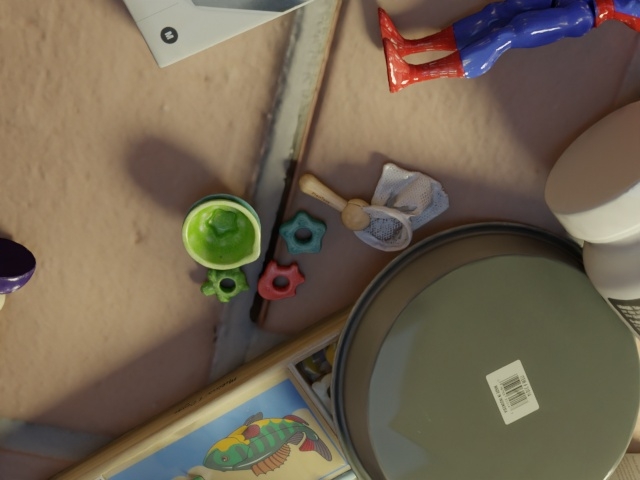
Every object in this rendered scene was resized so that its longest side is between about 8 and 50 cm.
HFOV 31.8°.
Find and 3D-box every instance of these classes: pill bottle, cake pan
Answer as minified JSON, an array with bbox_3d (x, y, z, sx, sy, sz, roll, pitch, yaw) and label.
[{"bbox_3d":[0.321,0.024,0.935,0.162,0.162,0.278,-37,112,16],"label":"pill bottle"},{"bbox_3d":[0.157,0.131,0.991,0.293,0.054,0.293,-2,98,-12],"label":"cake pan"}]

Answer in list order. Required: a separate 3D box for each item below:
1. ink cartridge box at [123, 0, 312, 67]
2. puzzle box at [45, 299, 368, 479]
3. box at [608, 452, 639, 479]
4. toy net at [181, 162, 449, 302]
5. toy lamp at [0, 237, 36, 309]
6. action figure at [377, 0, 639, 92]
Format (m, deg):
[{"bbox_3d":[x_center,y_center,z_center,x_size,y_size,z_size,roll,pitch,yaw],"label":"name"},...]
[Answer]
[{"bbox_3d":[-0.074,-0.272,0.847,0.224,0.045,0.223,-24,114,10],"label":"ink cartridge box"},{"bbox_3d":[-0.047,0.261,1.087,0.409,0.052,0.272,-32,104,14],"label":"puzzle box"},{"bbox_3d":[0.297,0.275,1.094,0.087,0.101,0.102,1,118,-2],"label":"box"},{"bbox_3d":[0.000,0.000,0.984,0.232,0.045,0.122,-8,116,3],"label":"toy net"},{"bbox_3d":[-0.323,0.132,1.028,0.080,0.080,0.274,14,115,-7],"label":"toy lamp"},{"bbox_3d":[0.181,-0.205,0.856,0.280,0.091,0.139,-9,127,4],"label":"action figure"}]
